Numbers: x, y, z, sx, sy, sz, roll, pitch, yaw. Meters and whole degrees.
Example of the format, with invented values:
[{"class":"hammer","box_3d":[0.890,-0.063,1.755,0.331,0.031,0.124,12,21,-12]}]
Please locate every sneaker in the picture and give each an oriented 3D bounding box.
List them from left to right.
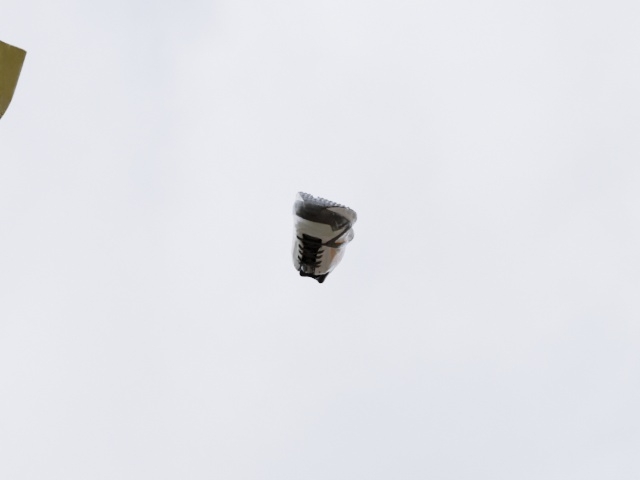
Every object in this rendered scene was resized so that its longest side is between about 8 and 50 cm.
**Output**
[{"class":"sneaker","box_3d":[0.000,0.000,0.846,0.040,0.043,0.109,21,-12,12]}]

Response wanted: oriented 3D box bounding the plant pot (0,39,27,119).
[{"class":"plant pot","box_3d":[-0.308,-0.133,1.121,0.081,0.081,0.083,10,-89,14]}]
